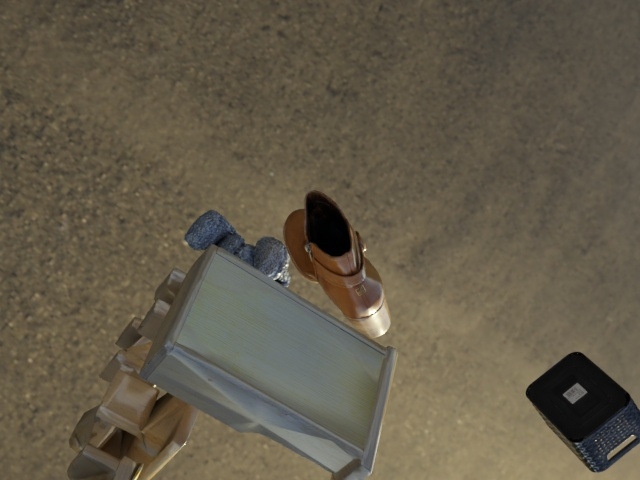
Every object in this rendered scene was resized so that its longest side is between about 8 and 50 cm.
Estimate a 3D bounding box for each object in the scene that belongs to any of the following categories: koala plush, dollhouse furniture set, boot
[{"bbox_3d":[-0.176,0.104,1.763,0.221,0.196,0.203,-56,157,-27],"label":"koala plush"},{"bbox_3d":[-0.131,0.223,1.172,0.394,0.256,0.362,-47,-164,41],"label":"dollhouse furniture set"},{"bbox_3d":[0.000,0.000,1.467,0.109,0.283,0.220,-28,141,-1],"label":"boot"}]

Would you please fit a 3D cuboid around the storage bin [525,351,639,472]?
[{"bbox_3d":[0.440,0.281,1.626,0.122,0.180,0.084,-38,118,0],"label":"storage bin"}]
